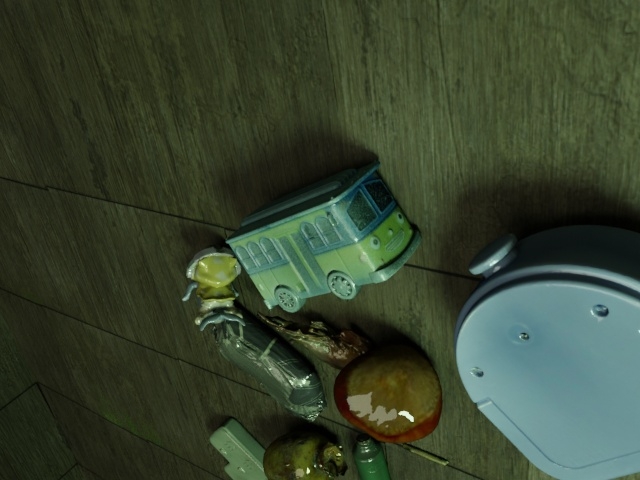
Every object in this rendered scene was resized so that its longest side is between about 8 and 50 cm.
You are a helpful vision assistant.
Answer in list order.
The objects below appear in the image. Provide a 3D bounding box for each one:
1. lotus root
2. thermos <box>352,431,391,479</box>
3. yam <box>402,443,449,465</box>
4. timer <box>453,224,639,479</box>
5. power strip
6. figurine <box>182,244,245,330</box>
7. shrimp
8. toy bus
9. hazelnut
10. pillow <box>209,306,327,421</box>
[{"bbox_3d":[-0.032,0.537,1.526,0.278,0.154,0.154,-29,99,47],"label":"lotus root"},{"bbox_3d":[0.121,0.522,1.448,0.073,0.083,0.187,-8,115,18],"label":"thermos"},{"bbox_3d":[0.226,0.464,1.356,0.107,0.014,0.014,13,127,32],"label":"yam"},{"bbox_3d":[0.371,0.141,0.889,0.395,0.173,0.394,22,133,26],"label":"timer"},{"bbox_3d":[-0.214,0.645,1.808,0.265,0.059,0.193,44,137,3],"label":"power strip"},{"bbox_3d":[-0.230,0.106,1.369,0.208,0.129,0.183,-116,29,-43],"label":"figurine"},{"bbox_3d":[-0.002,0.189,1.308,0.262,0.066,0.117,31,121,-2],"label":"shrimp"},{"bbox_3d":[0.000,0.000,1.104,0.312,0.152,0.190,-18,108,45],"label":"toy bus"},{"bbox_3d":[0.132,0.286,1.198,0.210,0.210,0.186,21,107,26],"label":"hazelnut"},{"bbox_3d":[-0.121,0.286,1.449,0.335,0.092,0.161,37,140,12],"label":"pillow"}]
